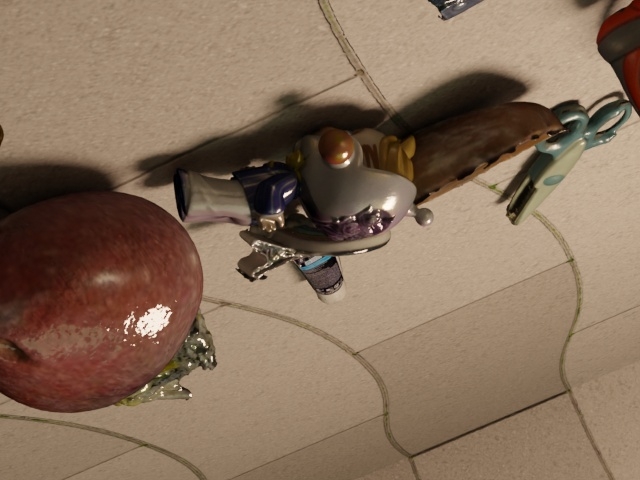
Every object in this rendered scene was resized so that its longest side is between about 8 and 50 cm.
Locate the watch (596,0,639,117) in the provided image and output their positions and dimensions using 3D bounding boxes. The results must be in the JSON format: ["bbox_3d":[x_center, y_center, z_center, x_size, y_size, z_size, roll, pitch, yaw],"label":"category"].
[{"bbox_3d":[0.482,-0.222,1.646,0.305,0.241,0.274,-34,173,25],"label":"watch"}]

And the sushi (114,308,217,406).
[{"bbox_3d":[-0.230,0.119,1.886,0.184,0.139,0.274,-17,163,-4],"label":"sushi"}]

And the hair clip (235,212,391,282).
[{"bbox_3d":[0.000,0.000,1.842,0.220,0.054,0.140,-11,-161,-26],"label":"hair clip"}]

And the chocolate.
[{"bbox_3d":[0.152,-0.102,1.777,0.261,0.083,0.161,-27,177,24],"label":"chocolate"}]

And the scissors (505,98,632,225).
[{"bbox_3d":[0.308,-0.100,1.997,0.138,0.041,0.289,-11,154,-23],"label":"scissors"}]

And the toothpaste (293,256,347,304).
[{"bbox_3d":[0.001,0.030,2.035,0.071,0.045,0.193,-29,154,-1],"label":"toothpaste"}]

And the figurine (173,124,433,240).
[{"bbox_3d":[-0.019,-0.060,1.653,0.274,0.133,0.194,-4,168,-33],"label":"figurine"}]

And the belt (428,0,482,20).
[{"bbox_3d":[0.099,-0.275,1.223,0.128,0.122,0.218,-30,165,18],"label":"belt"}]

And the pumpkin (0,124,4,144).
[{"bbox_3d":[-0.388,-0.024,1.326,0.278,0.163,0.111,-13,160,-24],"label":"pumpkin"}]

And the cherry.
[{"bbox_3d":[-0.263,0.064,1.584,0.261,0.221,0.307,-43,159,26],"label":"cherry"}]
